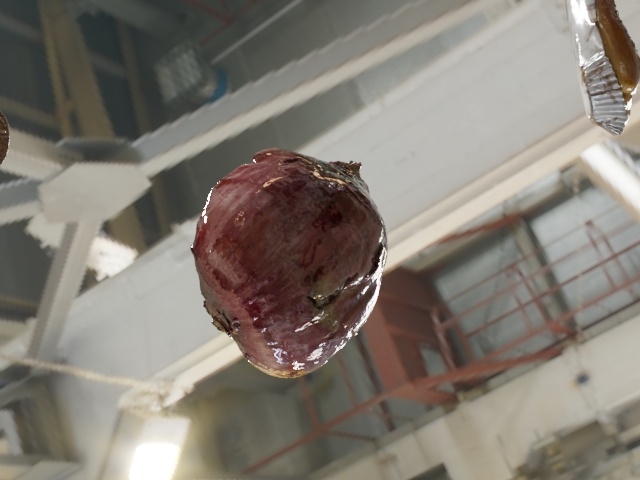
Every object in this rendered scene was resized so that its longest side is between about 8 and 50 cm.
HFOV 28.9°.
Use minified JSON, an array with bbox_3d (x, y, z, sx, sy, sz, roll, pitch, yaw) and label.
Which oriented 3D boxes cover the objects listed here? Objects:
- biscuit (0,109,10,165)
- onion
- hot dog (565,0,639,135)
[{"bbox_3d":[-0.355,-0.056,1.045,0.138,0.205,0.031,62,177,-24],"label":"biscuit"},{"bbox_3d":[0.000,0.000,1.316,0.283,0.120,0.227,-54,-54,-37],"label":"onion"},{"bbox_3d":[0.272,-0.193,1.213,0.108,0.059,0.191,74,-170,-54],"label":"hot dog"}]
